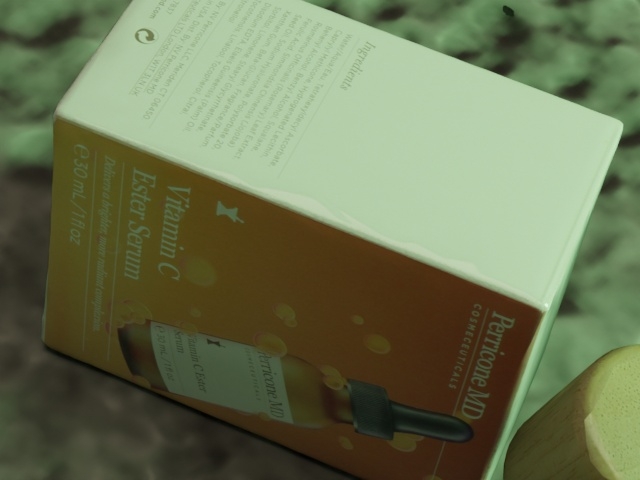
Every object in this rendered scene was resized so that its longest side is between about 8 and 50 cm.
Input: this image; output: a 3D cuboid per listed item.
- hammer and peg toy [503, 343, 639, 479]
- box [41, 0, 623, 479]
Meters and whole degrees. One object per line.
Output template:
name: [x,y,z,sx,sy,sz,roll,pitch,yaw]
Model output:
hammer and peg toy: [0.147,0.194,0.492,0.266,0.127,0.361,14,57,-9]
box: [0.000,0.000,0.668,0.170,0.130,0.091,22,50,9]
